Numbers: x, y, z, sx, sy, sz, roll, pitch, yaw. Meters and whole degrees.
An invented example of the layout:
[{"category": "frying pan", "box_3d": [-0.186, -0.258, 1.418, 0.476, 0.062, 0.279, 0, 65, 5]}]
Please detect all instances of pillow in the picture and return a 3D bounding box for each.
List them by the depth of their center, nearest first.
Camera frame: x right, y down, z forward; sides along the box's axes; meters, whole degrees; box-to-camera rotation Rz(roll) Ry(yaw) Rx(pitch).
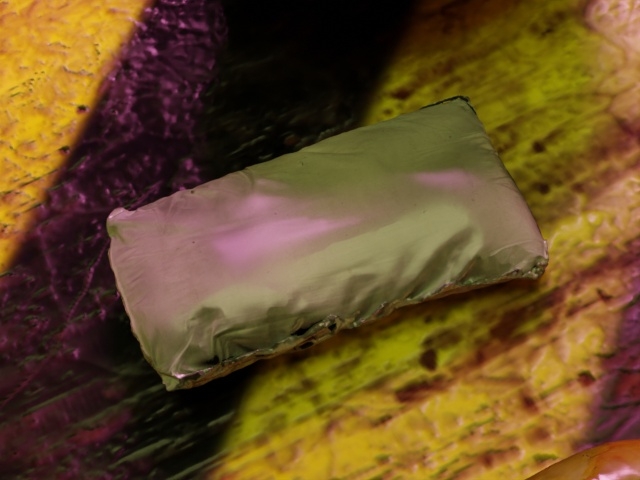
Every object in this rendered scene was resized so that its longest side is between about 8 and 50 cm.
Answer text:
[{"category": "pillow", "box_3d": [0.000, 0.000, 0.863, 0.229, 0.051, 0.128, -18, 57, -2]}]

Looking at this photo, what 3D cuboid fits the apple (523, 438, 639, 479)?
[{"category": "apple", "box_3d": [0.126, 0.189, 0.591, 0.246, 0.226, 0.246, -2, 46, 2]}]
